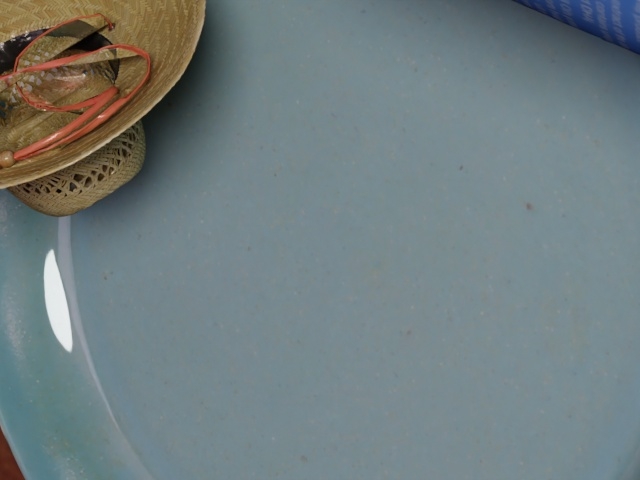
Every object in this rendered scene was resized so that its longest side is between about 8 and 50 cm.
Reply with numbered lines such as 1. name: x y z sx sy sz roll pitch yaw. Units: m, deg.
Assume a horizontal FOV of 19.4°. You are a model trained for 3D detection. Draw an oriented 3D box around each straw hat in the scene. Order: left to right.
1. straw hat: -0.093 -0.042 0.645 0.144 0.144 0.061 6 140 32

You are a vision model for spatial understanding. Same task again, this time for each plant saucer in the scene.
1. plant saucer: 0.000 0.000 0.649 0.317 0.043 0.318 4 97 35

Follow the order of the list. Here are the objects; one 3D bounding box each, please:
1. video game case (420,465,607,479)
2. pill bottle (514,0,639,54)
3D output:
1. video game case: 0.144 0.177 0.620 0.227 0.026 0.206 -1 100 33
2. pill bottle: 0.114 -0.101 0.480 0.221 0.124 0.124 28 114 21
